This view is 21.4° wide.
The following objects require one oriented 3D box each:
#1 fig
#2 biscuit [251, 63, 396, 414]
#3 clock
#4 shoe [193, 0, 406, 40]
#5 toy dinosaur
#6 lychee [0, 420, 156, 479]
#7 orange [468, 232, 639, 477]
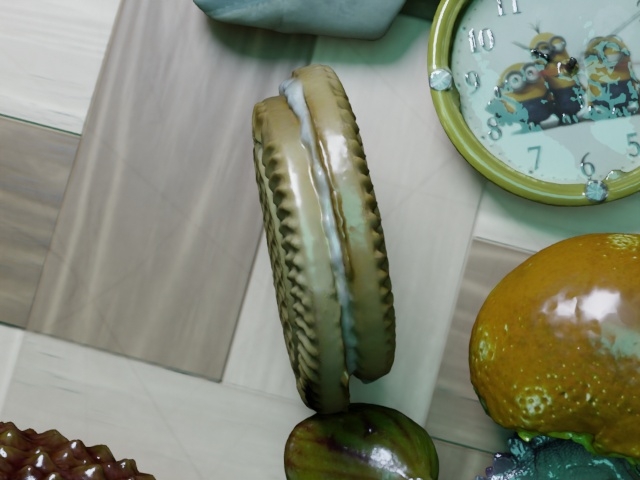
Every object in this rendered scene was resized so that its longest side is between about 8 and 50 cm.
[{"bbox_3d":[0.041,0.176,1.279,0.109,0.154,0.103,-31,110,-18],"label":"fig"},{"bbox_3d":[0.000,0.000,1.261,0.079,0.259,0.259,-11,81,-5],"label":"biscuit"},{"bbox_3d":[0.200,-0.138,1.368,0.237,0.057,0.237,0,81,0],"label":"clock"},{"bbox_3d":[0.024,-0.213,1.374,0.251,0.103,0.100,-14,125,13],"label":"shoe"},{"bbox_3d":[0.175,0.181,1.326,0.209,0.039,0.082,-14,71,-11],"label":"toy dinosaur"},{"bbox_3d":[-0.228,0.271,1.199,0.330,0.306,0.306,-15,81,13],"label":"lychee"},{"bbox_3d":[0.237,0.079,1.274,0.237,0.179,0.158,22,125,8],"label":"orange"}]
